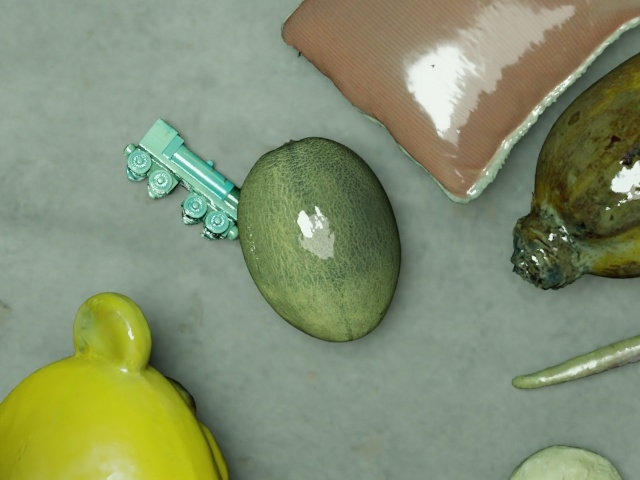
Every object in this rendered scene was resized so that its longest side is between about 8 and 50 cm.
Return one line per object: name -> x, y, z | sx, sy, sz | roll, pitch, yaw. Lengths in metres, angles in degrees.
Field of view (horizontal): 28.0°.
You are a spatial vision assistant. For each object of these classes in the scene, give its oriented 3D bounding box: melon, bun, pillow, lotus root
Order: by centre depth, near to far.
lotus root -> 0.199, -0.046, 0.782 | 0.209, 0.120, 0.120 | -39, 91, 1
pillow -> 0.090, -0.138, 0.795 | 0.171, 0.075, 0.179 | 45, 95, 11
melon -> 0.000, 0.000, 0.796 | 0.098, 0.098, 0.131 | -16, 92, 2
bun -> 0.159, 0.174, 0.820 | 0.086, 0.055, 0.086 | 0, 92, 2

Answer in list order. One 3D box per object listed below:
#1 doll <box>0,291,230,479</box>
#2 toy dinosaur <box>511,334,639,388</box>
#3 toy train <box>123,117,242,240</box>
doll -> -0.125, 0.287, 0.746 | 0.348, 0.161, 0.423 | 45, 114, 30
toy dinosaur -> 0.282, 0.065, 0.809 | 0.251, 0.072, 0.200 | 23, 103, -10
toy train -> -0.085, -0.037, 0.831 | 0.092, 0.029, 0.045 | 38, 77, -4
